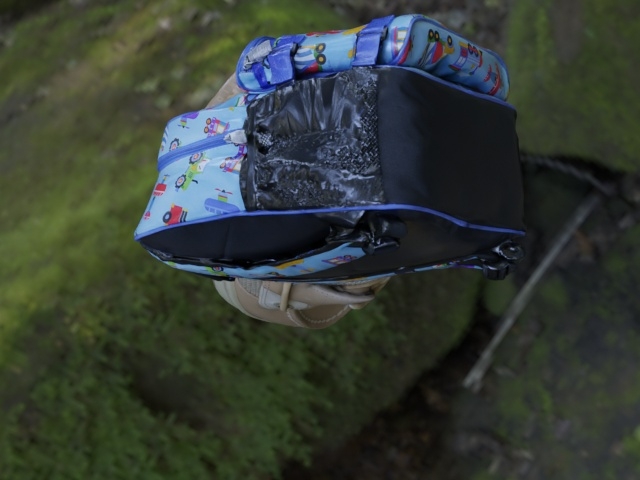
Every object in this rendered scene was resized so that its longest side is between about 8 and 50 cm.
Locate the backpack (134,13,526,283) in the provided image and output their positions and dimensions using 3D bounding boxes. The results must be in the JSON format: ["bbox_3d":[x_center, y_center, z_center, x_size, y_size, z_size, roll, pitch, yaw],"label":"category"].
[{"bbox_3d":[-0.002,-0.036,0.830,0.173,0.158,0.116,-7,81,32],"label":"backpack"}]

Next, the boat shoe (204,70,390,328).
[{"bbox_3d":[0.000,0.000,1.081,0.121,0.110,0.341,-55,-17,-9],"label":"boat shoe"}]
